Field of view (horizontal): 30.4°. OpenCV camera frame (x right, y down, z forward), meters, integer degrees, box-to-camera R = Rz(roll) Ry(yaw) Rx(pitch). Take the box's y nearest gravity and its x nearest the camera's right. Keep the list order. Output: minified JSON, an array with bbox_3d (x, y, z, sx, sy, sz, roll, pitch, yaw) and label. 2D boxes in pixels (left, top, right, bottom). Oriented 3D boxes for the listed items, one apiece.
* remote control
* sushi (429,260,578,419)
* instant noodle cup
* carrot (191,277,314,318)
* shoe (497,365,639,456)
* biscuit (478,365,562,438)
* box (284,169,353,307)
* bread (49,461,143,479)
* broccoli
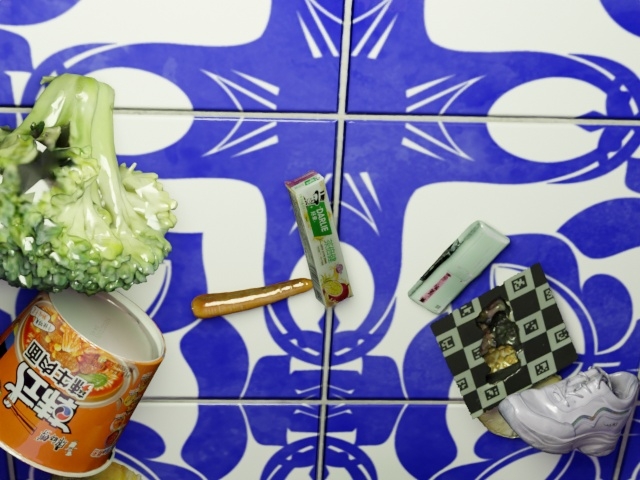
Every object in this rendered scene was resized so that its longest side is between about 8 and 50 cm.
[{"bbox_3d":[0.200,0.041,1.721,0.065,0.029,0.166,31,116,-21],"label":"remote control"},{"bbox_3d":[0.270,0.141,1.775,0.192,0.050,0.215,-29,125,-4],"label":"sushi"},{"bbox_3d":[-0.352,0.179,1.664,0.250,0.250,0.192,30,107,-20],"label":"instant noodle cup"},{"bbox_3d":[-0.097,0.082,1.730,0.190,0.037,0.037,-12,122,0],"label":"carrot"},{"bbox_3d":[0.388,0.252,1.811,0.245,0.095,0.137,14,110,-33],"label":"shoe"},{"bbox_3d":[0.317,0.256,1.868,0.152,0.020,0.152,-2,122,-3],"label":"biscuit"},{"bbox_3d":[0.000,0.000,1.667,0.050,0.041,0.207,-27,124,-18],"label":"box"},{"bbox_3d":[-0.404,0.485,1.912,0.153,0.119,0.288,23,117,-13],"label":"bread"},{"bbox_3d":[-0.335,-0.073,1.496,0.348,0.293,0.280,12,83,-22],"label":"broccoli"}]
